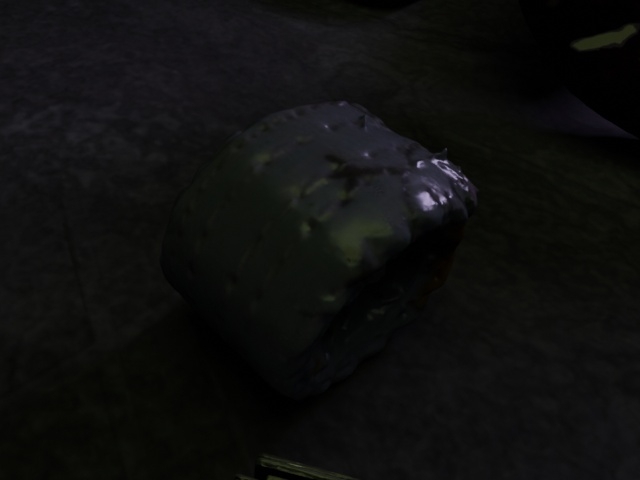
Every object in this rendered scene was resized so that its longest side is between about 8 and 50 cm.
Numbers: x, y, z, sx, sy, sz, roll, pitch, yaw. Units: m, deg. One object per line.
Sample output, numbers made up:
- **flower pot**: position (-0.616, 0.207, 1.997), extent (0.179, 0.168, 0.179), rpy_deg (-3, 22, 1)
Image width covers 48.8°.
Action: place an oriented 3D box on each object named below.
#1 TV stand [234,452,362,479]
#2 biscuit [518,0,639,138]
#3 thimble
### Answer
- **TV stand**: position (0.076, 0.151, 0.322), extent (0.249, 0.036, 0.042), rpy_deg (14, 45, 4)
- **biscuit**: position (0.350, -0.265, 0.573), extent (0.407, 0.407, 0.091), rpy_deg (9, 3, -1)
- **thimble**: position (-0.001, 0.000, 0.391), extent (0.151, 0.127, 0.118), rpy_deg (-30, 58, -37)
